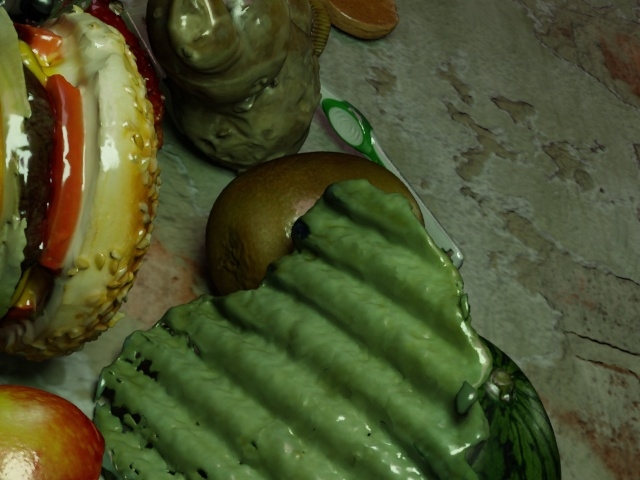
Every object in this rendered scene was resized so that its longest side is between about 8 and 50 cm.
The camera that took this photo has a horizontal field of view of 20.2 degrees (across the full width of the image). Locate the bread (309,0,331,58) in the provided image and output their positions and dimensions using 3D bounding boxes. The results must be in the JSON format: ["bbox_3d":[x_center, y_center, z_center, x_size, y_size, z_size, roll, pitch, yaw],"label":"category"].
[{"bbox_3d":[-0.030,-0.265,2.248,0.053,0.085,0.085,1,46,-45],"label":"bread"}]

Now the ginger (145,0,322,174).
[{"bbox_3d":[-0.098,-0.217,1.954,0.176,0.375,0.256,-2,80,11],"label":"ginger"}]

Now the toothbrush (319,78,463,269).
[{"bbox_3d":[0.041,-0.128,2.136,0.040,0.042,0.418,-10,59,-51],"label":"toothbrush"}]

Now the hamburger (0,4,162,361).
[{"bbox_3d":[-0.295,-0.055,1.628,0.250,0.330,0.330,-1,47,-28],"label":"hamburger"}]

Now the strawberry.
[{"bbox_3d":[-0.253,-0.149,1.903,0.201,0.184,0.187,51,25,-24],"label":"strawberry"}]

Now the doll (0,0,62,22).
[{"bbox_3d":[-0.387,-0.311,1.986,0.257,0.117,0.182,-11,56,-51],"label":"doll"}]

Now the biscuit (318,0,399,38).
[{"bbox_3d":[-0.040,-0.364,2.384,0.324,0.049,0.205,30,38,0],"label":"biscuit"}]

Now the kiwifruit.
[{"bbox_3d":[0.000,0.000,1.872,0.234,0.196,0.196,-6,50,-32],"label":"kiwifruit"}]

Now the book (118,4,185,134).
[{"bbox_3d":[-0.120,-0.221,2.146,0.232,0.022,0.162,-22,81,-46],"label":"book"}]

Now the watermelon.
[{"bbox_3d":[0.101,0.187,1.744,0.331,0.189,0.331,18,33,-12],"label":"watermelon"}]

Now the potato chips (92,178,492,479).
[{"bbox_3d":[-0.016,0.151,1.626,0.097,0.373,0.389,45,14,-55],"label":"potato chips"}]

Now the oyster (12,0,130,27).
[{"bbox_3d":[-0.278,-0.266,2.107,0.177,0.056,0.105,25,29,0],"label":"oyster"}]

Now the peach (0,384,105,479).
[{"bbox_3d":[-0.258,0.210,1.468,0.192,0.190,0.190,10,40,-44],"label":"peach"}]
